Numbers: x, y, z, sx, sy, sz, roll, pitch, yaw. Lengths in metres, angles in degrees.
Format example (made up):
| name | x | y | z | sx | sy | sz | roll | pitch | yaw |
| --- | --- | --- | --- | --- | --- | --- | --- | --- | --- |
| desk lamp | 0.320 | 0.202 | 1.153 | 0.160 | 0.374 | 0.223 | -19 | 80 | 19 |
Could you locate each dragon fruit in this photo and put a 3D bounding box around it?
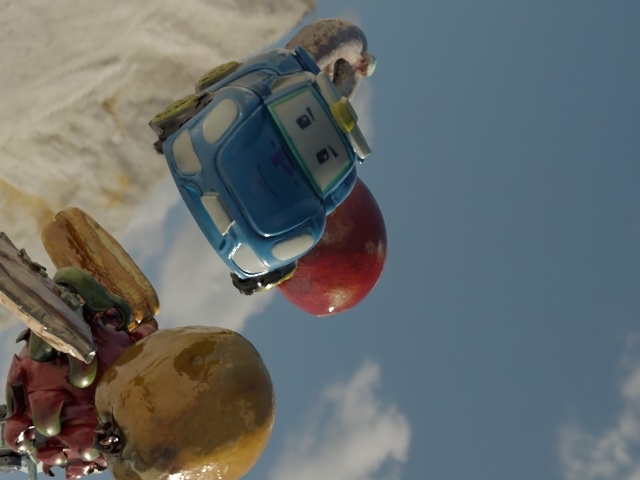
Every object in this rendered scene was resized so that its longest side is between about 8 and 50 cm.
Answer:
| name | x | y | z | sx | sy | sz | roll | pitch | yaw |
| --- | --- | --- | --- | --- | --- | --- | --- | --- | --- |
| dragon fruit | -0.280 | 0.169 | 1.530 | 0.218 | 0.198 | 0.273 | -26 | 164 | -16 |

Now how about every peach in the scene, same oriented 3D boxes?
| name | x | y | z | sx | sy | sz | roll | pitch | yaw |
| --- | --- | --- | --- | --- | --- | --- | --- | --- | --- |
| peach | 0.000 | 0.000 | 2.019 | 0.199 | 0.243 | 0.243 | -18 | -146 | 20 |

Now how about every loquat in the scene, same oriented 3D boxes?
| name | x | y | z | sx | sy | sz | roll | pitch | yaw |
| --- | --- | --- | --- | --- | --- | --- | --- | --- | --- |
| loquat | -0.145 | 0.187 | 1.392 | 0.176 | 0.234 | 0.187 | 3 | -78 | 42 |

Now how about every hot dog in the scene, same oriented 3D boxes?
| name | x | y | z | sx | sy | sz | roll | pitch | yaw |
| --- | --- | --- | --- | --- | --- | --- | --- | --- | --- |
| hot dog | -0.314 | 0.056 | 1.873 | 0.102 | 0.249 | 0.076 | -41 | 157 | -3 |

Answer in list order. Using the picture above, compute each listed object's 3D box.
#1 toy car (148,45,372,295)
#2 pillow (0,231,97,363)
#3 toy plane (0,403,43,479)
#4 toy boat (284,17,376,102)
| name | x | y | z | sx | sy | sz | roll | pitch | yaw |
| --- | --- | --- | --- | --- | --- | --- | --- | --- | --- |
| toy car | -0.041 | -0.084 | 1.259 | 0.166 | 0.198 | 0.314 | -27 | -168 | 17 |
| pillow | -0.262 | 0.053 | 1.201 | 0.043 | 0.126 | 0.232 | -51 | -165 | -4 |
| toy plane | -0.435 | 0.300 | 1.921 | 0.255 | 0.101 | 0.251 | 124 | -36 | -63 |
| toy boat | 0.013 | -0.231 | 1.829 | 0.227 | 0.085 | 0.155 | -45 | 145 | -54 |
